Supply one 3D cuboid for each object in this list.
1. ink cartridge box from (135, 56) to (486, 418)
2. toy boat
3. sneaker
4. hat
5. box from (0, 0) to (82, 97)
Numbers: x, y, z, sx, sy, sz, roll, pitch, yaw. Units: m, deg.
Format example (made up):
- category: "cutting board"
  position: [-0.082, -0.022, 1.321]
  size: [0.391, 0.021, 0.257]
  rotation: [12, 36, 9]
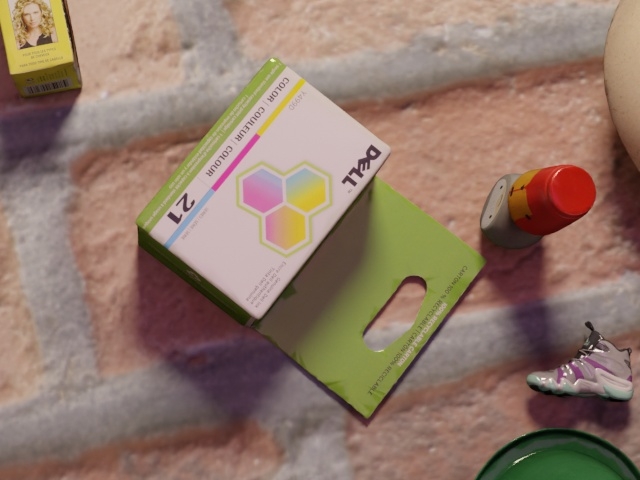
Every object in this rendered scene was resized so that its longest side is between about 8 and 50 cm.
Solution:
- category: "ink cartridge box"
  position: [0.000, 0.000, 1.190]
  size: [0.255, 0.097, 0.189]
  rotation: [38, 79, 1]
- category: "toy boat"
  position: [0.289, -0.086, 1.228]
  size: [0.318, 0.148, 0.267]
  rotation: [-26, 90, -17]
- category: "sneaker"
  position: [0.229, 0.104, 1.232]
  size: [0.098, 0.038, 0.069]
  rotation: [8, 79, -15]
- category: "hat"
  position: [0.225, 0.230, 1.134]
  size: [0.173, 0.183, 0.208]
  rotation: [40, 79, 1]
- category: "box"
  position: [-0.257, -0.247, 1.206]
  size: [0.058, 0.087, 0.232]
  rotation: [-13, 84, -6]
